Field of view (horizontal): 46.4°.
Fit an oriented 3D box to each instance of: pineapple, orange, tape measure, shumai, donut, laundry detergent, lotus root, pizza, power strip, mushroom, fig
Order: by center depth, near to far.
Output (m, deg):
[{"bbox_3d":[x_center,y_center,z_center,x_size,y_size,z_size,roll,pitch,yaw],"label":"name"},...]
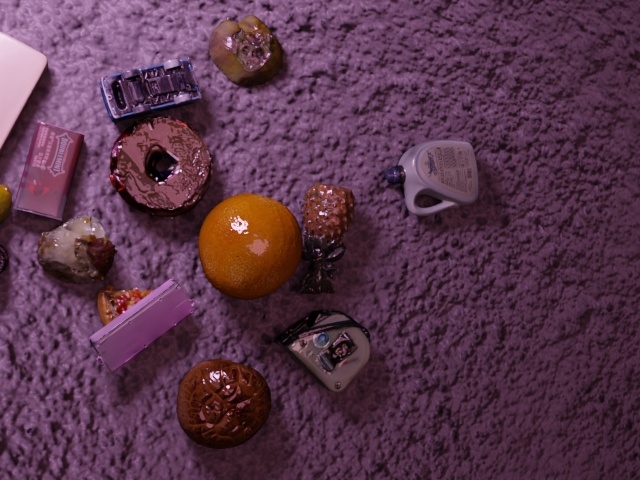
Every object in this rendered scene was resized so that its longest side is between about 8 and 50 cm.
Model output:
[{"bbox_3d":[-0.802,-0.082,1.742,0.153,0.136,0.120,7,108,-60],"label":"fig"},{"bbox_3d":[-0.591,0.031,1.817,0.184,0.142,0.184,1,89,-23],"label":"shumai"},{"bbox_3d":[-0.444,0.212,1.869,0.279,0.037,0.109,-38,125,-22],"label":"power strip"},{"bbox_3d":[-0.406,-0.186,1.906,0.270,0.103,0.269,1,88,-20],"label":"donut"},{"bbox_3d":[-0.180,0.016,1.907,0.274,0.274,0.274,0,90,-21],"label":"orange"},{"bbox_3d":[-0.458,0.177,1.910,0.199,0.062,0.188,-29,102,-19],"label":"pizza"},{"bbox_3d":[-0.252,0.425,1.947,0.253,0.153,0.253,-3,101,-16],"label":"mushroom"},{"bbox_3d":[-0.190,-0.514,1.999,0.203,0.078,0.183,44,75,-14],"label":"lotus root"},{"bbox_3d":[0.000,0.000,2.044,0.170,0.141,0.310,5,96,-49],"label":"pineapple"},{"bbox_3d":[0.022,0.282,2.063,0.207,0.115,0.235,-46,105,-12],"label":"tape measure"},{"bbox_3d":[0.316,-0.180,2.173,0.281,0.105,0.214,-10,96,-22],"label":"laundry detergent"}]

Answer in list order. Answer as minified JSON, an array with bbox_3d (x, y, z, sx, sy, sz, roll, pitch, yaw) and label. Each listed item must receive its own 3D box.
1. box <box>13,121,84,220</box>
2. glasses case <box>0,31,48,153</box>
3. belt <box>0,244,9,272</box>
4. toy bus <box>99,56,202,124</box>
[{"bbox_3d":[-0.663,-0.168,1.828,0.120,0.069,0.224,17,83,-20],"label":"box"},{"bbox_3d":[-0.785,-0.319,1.776,0.144,0.076,0.336,29,80,-19],"label":"glasses case"},{"bbox_3d":[-0.902,-0.006,1.725,0.360,0.094,0.126,22,82,-20],"label":"belt"},{"bbox_3d":[-0.433,-0.374,1.877,0.234,0.133,0.116,-19,98,-25],"label":"toy bus"}]
